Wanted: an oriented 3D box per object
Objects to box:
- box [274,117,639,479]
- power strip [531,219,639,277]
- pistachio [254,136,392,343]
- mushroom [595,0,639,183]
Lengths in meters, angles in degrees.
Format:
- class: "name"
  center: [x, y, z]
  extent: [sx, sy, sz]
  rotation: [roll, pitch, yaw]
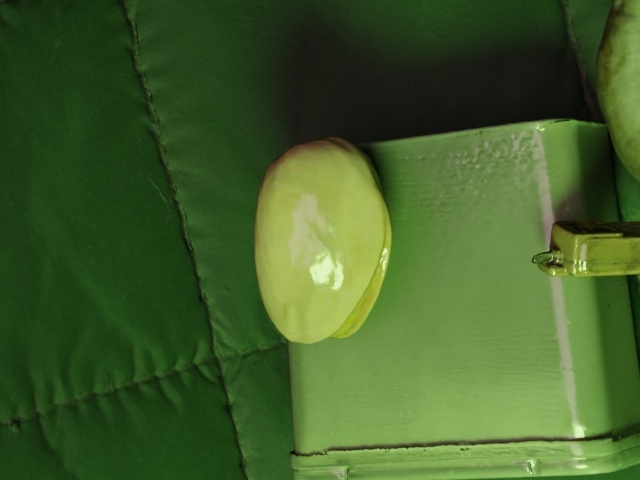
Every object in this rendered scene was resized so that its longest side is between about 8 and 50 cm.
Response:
- class: "box"
  center: [0.137, 0.066, 1.700]
  extent: [0.352, 0.177, 0.344]
  rotation: [-6, 89, 29]
- class: "power strip"
  center: [0.336, 0.004, 1.556]
  extent: [0.305, 0.064, 0.044]
  rotation: [-3, 105, -15]
- class: "pistachio"
  center: [0.000, 0.000, 1.612]
  extent: [0.145, 0.117, 0.200]
  rotation: [4, 90, 44]
- class: "mushroom"
  center: [0.414, -0.166, 1.485]
  extent: [0.352, 0.260, 0.352]
  rotation: [2, 94, 25]
